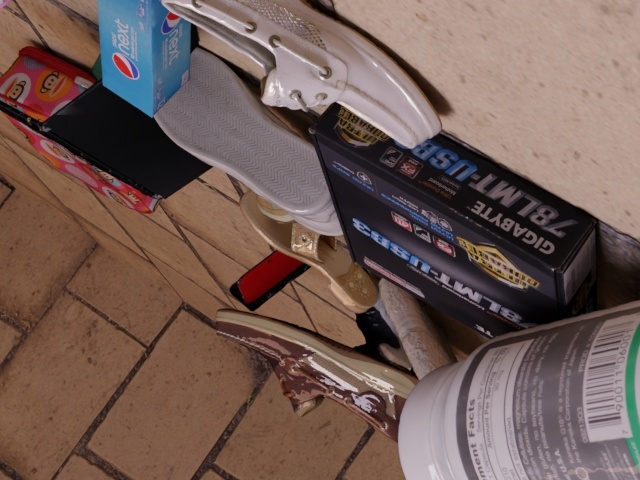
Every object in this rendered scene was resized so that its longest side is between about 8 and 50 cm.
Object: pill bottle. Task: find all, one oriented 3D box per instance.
[{"bbox_3d":[0.245,0.171,1.276,0.204,0.204,0.361,40,149,-19],"label":"pill bottle"}]

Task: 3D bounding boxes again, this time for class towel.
[{"bbox_3d":[0.173,0.183,1.984,0.282,0.049,0.187,52,-170,-52],"label":"towel"}]

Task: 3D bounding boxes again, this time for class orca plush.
[{"bbox_3d":[0.087,0.163,2.091,0.287,0.102,0.151,51,-169,-55],"label":"orca plush"}]

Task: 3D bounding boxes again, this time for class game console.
[{"bbox_3d":[-0.074,0.028,2.063,0.124,0.144,0.085,35,158,57],"label":"game console"}]

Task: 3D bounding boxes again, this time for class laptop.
[{"bbox_3d":[-0.269,-0.162,1.785,0.264,0.136,0.234,27,175,43],"label":"laptop"}]

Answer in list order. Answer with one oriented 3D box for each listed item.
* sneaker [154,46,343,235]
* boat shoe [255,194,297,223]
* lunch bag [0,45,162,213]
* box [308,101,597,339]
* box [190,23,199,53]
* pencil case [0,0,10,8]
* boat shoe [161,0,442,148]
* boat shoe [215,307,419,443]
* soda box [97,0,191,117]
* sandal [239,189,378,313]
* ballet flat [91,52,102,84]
[{"bbox_3d":[-0.076,-0.106,1.601,0.292,0.108,0.169,42,-179,23],"label":"sneaker"},{"bbox_3d":[-0.024,-0.065,1.752,0.190,0.068,0.072,6,138,49],"label":"boat shoe"},{"bbox_3d":[-0.355,-0.162,2.163,0.258,0.120,0.293,27,165,36],"label":"lunch bag"},{"bbox_3d":[0.144,0.002,1.424,0.295,0.073,0.293,31,161,23],"label":"box"},{"bbox_3d":[-0.184,-0.233,1.533,0.083,0.052,0.062,35,168,7],"label":"box"},{"bbox_3d":[-0.450,-0.389,1.418,0.167,0.160,0.386,22,163,49],"label":"pencil case"},{"bbox_3d":[-0.020,-0.157,1.241,0.277,0.096,0.098,36,168,-3],"label":"boat shoe"},{"bbox_3d":[-0.013,0.200,2.028,0.342,0.123,0.123,22,178,12],"label":"boat shoe"},{"bbox_3d":[-0.177,-0.220,1.399,0.071,0.067,0.210,34,152,12],"label":"soda box"},{"bbox_3d":[0.003,-0.004,1.913,0.240,0.088,0.079,43,135,-7],"label":"sandal"},{"bbox_3d":[-0.274,-0.202,1.840,0.083,0.087,0.247,36,169,-3],"label":"ballet flat"}]
